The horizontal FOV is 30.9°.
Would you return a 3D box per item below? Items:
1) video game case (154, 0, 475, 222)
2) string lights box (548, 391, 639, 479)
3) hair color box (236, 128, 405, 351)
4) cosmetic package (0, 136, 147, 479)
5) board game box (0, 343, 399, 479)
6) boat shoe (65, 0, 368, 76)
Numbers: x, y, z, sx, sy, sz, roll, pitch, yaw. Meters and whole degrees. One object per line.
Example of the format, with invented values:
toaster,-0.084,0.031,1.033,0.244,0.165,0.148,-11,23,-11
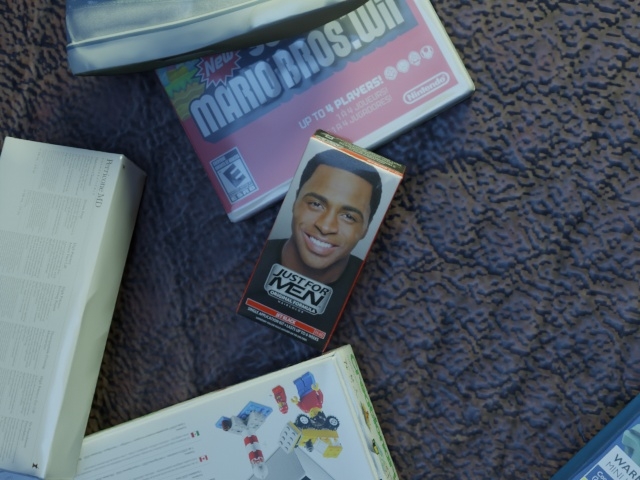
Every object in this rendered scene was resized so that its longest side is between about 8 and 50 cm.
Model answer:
video game case,-0.041,-0.184,0.851,0.204,0.025,0.285,-28,85,14
string lights box,0.262,0.146,0.760,0.133,0.077,0.259,44,101,10
hair color box,0.000,0.000,0.823,0.072,0.043,0.141,23,105,2
cosmetic package,-0.207,0.050,0.857,0.099,0.060,0.239,10,80,16
board game box,-0.088,0.217,0.862,0.305,0.053,0.193,-20,87,14
boat shoe,-0.080,-0.172,0.806,0.228,0.079,0.081,-10,94,17
